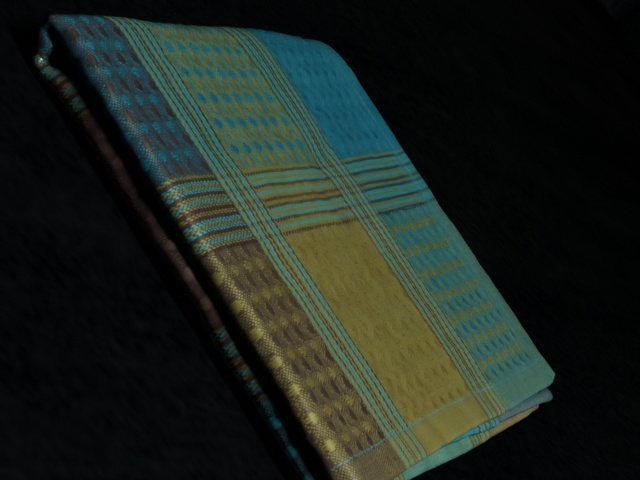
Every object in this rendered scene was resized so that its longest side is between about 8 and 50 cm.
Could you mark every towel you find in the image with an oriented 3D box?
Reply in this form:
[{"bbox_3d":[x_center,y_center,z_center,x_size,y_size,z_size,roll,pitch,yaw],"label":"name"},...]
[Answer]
[{"bbox_3d":[0.000,0.000,1.053,0.271,0.040,0.370,57,19,8],"label":"towel"}]
